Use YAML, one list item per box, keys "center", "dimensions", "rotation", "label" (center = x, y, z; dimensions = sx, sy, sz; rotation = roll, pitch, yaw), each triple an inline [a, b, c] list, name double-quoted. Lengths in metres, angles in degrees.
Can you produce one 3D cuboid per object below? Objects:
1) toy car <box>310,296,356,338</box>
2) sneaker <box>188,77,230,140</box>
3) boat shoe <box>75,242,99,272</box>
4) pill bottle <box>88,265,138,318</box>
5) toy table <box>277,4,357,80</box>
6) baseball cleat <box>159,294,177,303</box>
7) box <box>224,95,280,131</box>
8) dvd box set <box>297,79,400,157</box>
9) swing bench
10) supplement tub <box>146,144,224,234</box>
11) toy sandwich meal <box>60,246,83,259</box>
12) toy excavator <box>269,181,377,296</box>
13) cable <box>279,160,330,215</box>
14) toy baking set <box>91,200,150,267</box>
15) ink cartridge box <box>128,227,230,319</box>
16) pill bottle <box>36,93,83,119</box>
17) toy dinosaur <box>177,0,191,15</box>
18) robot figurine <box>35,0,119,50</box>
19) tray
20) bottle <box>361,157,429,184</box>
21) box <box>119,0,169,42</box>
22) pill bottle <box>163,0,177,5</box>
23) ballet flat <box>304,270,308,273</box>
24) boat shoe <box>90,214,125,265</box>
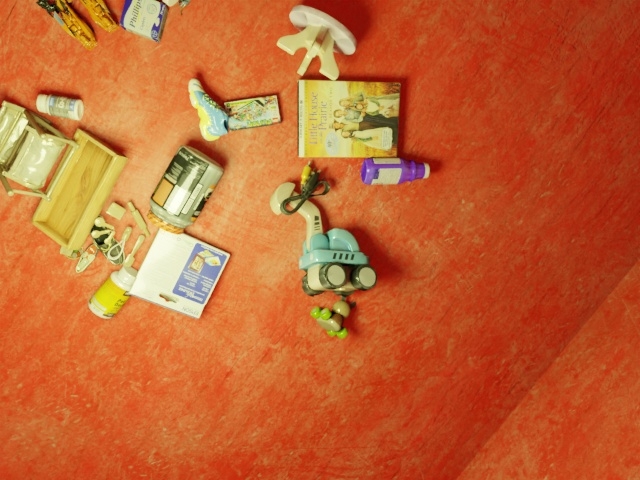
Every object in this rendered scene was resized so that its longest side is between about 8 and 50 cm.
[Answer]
- center: [0.080, 0.321, 2.023]
  dimensions: [0.155, 0.149, 0.188]
  rotation: [51, 63, -20]
  label: "toy car"
- center: [-0.417, -0.511, 1.716]
  dimensions: [0.126, 0.091, 0.240]
  rotation: [-8, 116, 10]
  label: "sneaker"
- center: [-0.949, 0.071, 1.809]
  dimensions: [0.049, 0.043, 0.137]
  rotation: [35, 95, -14]
  label: "boat shoe"
- center: [-0.838, 0.208, 1.823]
  dimensions: [0.117, 0.117, 0.215]
  rotation: [39, 95, -16]
  label: "pill bottle"
- center: [-0.014, -0.733, 1.669]
  dimensions: [0.274, 0.252, 0.161]
  rotation: [25, 83, -3]
  label: "toy table"
- center: [-0.611, 0.215, 1.889]
  dimensions: [0.206, 0.072, 0.109]
  rotation: [31, 91, -19]
  label: "baseball cleat"
- center: [-0.270, -0.507, 1.777]
  dimensions: [0.207, 0.036, 0.114]
  rotation: [-11, 106, -7]
  label: "box"
- center: [0.114, -0.497, 1.831]
  dimensions: [0.420, 0.062, 0.307]
  rotation: [-1, 104, -9]
  label: "dvd box set"
- center: [-1.067, -0.320, 1.615]
  dimensions: [0.255, 0.165, 0.253]
  rotation: [37, 98, 17]
  label: "swing bench"
- center: [-0.531, -0.193, 1.733]
  dimensions: [0.193, 0.193, 0.316]
  rotation: [31, 98, -15]
  label: "supplement tub"
- center: [-1.006, 0.040, 1.798]
  dimensions: [0.085, 0.029, 0.085]
  rotation: [-2, 105, -9]
  label: "toy sandwich meal"
- center: [0.000, 0.000, 1.870]
  dimensions: [0.433, 0.222, 0.445]
  rotation: [6, 72, -26]
  label: "toy excavator"
- center: [-0.062, -0.188, 1.810]
  dimensions: [0.139, 0.072, 0.287]
  rotation: [45, 61, -22]
  label: "cable"
- center: [-0.790, -0.028, 1.779]
  dimensions: [0.197, 0.030, 0.256]
  rotation: [-38, 123, -22]
  label: "toy baking set"
- center: [-0.578, 0.129, 1.837]
  dimensions: [0.303, 0.072, 0.307]
  rotation: [27, 90, -23]
  label: "ink cartridge box"
- center: [-0.960, -0.495, 1.644]
  dimensions: [0.137, 0.078, 0.078]
  rotation: [8, 103, -12]
  label: "pill bottle"
- center: [-0.493, -0.895, 1.651]
  dimensions: [0.082, 0.047, 0.090]
  rotation: [-20, 145, -17]
  label: "toy dinosaur"
- center: [-0.869, -0.842, 1.566]
  dimensions: [0.211, 0.085, 0.291]
  rotation: [-39, 107, 1]
  label: "robot figurine"
- center: [-0.918, -0.190, 1.694]
  dimensions: [0.203, 0.076, 0.411]
  rotation: [33, 97, 11]
  label: "tray"
- center: [0.318, -0.295, 1.890]
  dimensions: [0.283, 0.092, 0.118]
  rotation: [-3, 147, -8]
  label: "bottle"
- center: [-0.641, -0.812, 1.619]
  dimensions: [0.137, 0.072, 0.126]
  rotation: [17, 100, -13]
  label: "box"
- center: [-0.586, -0.923, 1.570]
  dimensions: [0.180, 0.108, 0.108]
  rotation: [39, 95, -9]
  label: "pill bottle"
- center: [-0.008, 0.140, 1.991]
  dimensions: [0.173, 0.049, 0.057]
  rotation: [26, 128, -10]
  label: "ballet flat"
- center: [-0.869, 0.007, 1.792]
  dimensions: [0.081, 0.068, 0.228]
  rotation: [-24, 107, -2]
  label: "boat shoe"
